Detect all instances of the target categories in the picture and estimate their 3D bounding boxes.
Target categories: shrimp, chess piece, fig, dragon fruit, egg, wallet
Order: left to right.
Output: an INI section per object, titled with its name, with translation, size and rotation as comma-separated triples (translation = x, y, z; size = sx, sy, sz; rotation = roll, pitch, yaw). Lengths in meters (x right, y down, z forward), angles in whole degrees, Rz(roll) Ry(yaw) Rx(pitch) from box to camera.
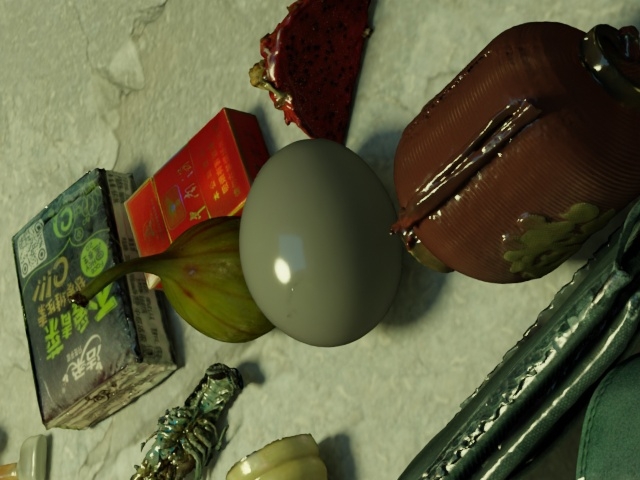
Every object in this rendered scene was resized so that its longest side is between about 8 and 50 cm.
[fig]
translation = -0.132, 0.035, 1.718
size = 0.124, 0.236, 0.124
rotation = -3, 86, 53
[shrimp]
translation = -0.122, 0.192, 1.814
size = 0.082, 0.076, 0.174
rotation = 34, 106, 2
[dragon fruit]
translation = -0.022, -0.174, 1.742
size = 0.083, 0.106, 0.162
rotation = 20, 99, 48
[chess piece]
translation = -0.003, 0.278, 1.653
size = 0.090, 0.090, 0.200
rotation = -43, 65, 32
[egg]
translation = 0.000, 0.000, 1.650
size = 0.146, 0.146, 0.199
rotation = -27, 56, 40
[wallet]
translation = 0.162, 0.117, 1.428
size = 0.075, 0.237, 0.342
rotation = 38, 115, 1

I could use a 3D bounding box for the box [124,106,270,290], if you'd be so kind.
[box]
translation = -0.120, -0.039, 1.856
size = 0.175, 0.048, 0.112
rotation = -42, 55, 33

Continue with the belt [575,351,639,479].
[belt]
translation = 0.273, 0.199, 1.278
size = 0.116, 0.206, 0.267
rotation = -9, 78, 45

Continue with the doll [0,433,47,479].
[doll]
translation = -0.393, 0.299, 2.047
size = 0.217, 0.085, 0.183
rotation = -9, 76, 36

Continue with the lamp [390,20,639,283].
[lamp]
translation = 0.162, -0.071, 1.472
size = 0.258, 0.180, 0.180
rotation = -45, 53, 33

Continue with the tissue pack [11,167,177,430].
[tissue pack]
translation = -0.243, 0.062, 1.946
size = 0.173, 0.073, 0.235
rotation = -36, 58, 36
